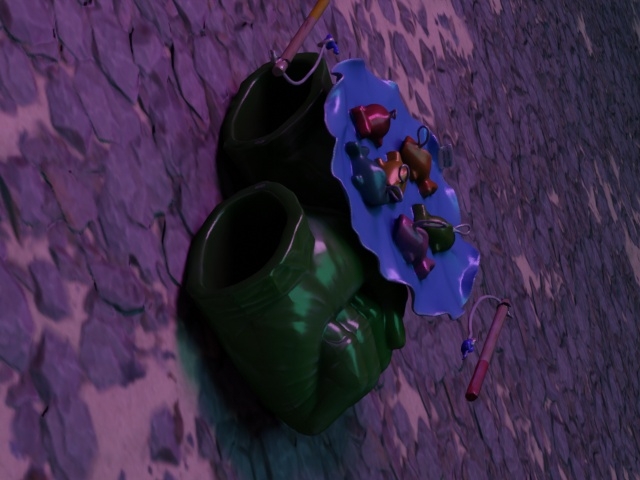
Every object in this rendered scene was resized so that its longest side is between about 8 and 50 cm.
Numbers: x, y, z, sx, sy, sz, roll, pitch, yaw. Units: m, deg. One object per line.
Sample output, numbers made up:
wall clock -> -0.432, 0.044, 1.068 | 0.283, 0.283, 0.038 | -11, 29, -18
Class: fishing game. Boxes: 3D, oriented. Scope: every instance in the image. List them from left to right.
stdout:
fishing game -> 0.061, -0.037, 0.999 | 0.264, 0.041, 0.189 | 60, 25, -13

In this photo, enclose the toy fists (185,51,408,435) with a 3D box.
toy fists -> 0.000, 0.000, 0.994 | 0.279, 0.096, 0.142 | -83, 149, -50
